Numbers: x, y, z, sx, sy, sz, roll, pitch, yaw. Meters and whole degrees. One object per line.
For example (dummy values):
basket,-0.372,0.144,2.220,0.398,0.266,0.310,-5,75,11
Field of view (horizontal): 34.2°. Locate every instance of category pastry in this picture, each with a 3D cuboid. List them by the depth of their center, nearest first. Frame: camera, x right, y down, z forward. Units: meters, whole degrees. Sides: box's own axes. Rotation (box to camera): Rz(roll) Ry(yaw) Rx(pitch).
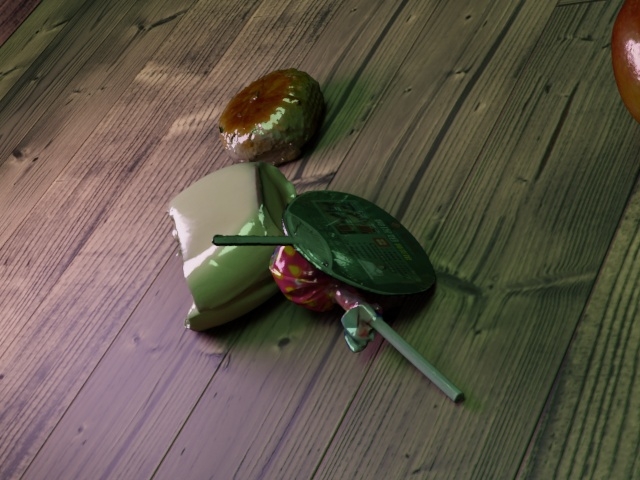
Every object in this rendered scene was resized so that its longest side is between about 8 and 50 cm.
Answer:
pastry,-0.087,-0.209,1.759,0.182,0.093,0.192,-16,41,30

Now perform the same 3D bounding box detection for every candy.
candy,0.061,0.092,1.307,0.124,0.124,0.365,-41,47,-7

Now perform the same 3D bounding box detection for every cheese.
cheese,-0.136,0.002,1.534,0.233,0.127,0.266,-32,33,11

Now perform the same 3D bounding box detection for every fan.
fan,0.009,-0.015,1.351,0.223,0.294,0.012,-89,19,-57

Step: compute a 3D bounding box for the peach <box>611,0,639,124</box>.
peach,0.450,-0.212,1.208,0.231,0.231,0.231,-22,38,18
